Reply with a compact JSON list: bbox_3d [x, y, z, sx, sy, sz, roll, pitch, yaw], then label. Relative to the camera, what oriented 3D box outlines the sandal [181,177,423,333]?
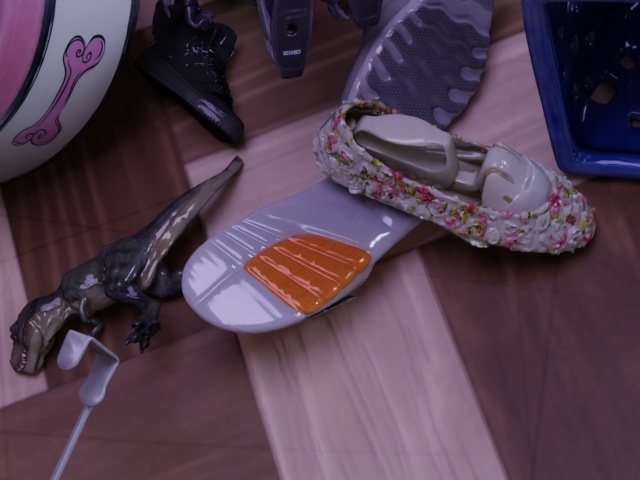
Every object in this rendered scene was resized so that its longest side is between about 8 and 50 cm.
[{"bbox_3d":[0.007,0.007,1.475,0.265,0.076,0.102,-31,68,-23],"label":"sandal"}]

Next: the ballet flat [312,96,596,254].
[{"bbox_3d":[0.109,-0.052,1.433,0.241,0.077,0.091,16,56,2],"label":"ballet flat"}]

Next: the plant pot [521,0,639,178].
[{"bbox_3d":[0.301,-0.196,1.417,0.236,0.236,0.212,4,56,18],"label":"plant pot"}]

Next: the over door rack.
[{"bbox_3d":[-0.301,0.197,1.408,0.239,0.108,0.324,17,87,24],"label":"over door rack"}]

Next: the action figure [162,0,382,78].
[{"bbox_3d":[-0.044,-0.232,1.572,0.185,0.099,0.285,-20,24,-12],"label":"action figure"}]

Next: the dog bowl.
[{"bbox_3d":[-0.366,-0.235,1.538,0.408,0.150,0.408,5,101,24],"label":"dog bowl"}]

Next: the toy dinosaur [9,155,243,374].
[{"bbox_3d":[-0.145,0.031,1.509,0.268,0.064,0.118,-38,51,-12],"label":"toy dinosaur"}]

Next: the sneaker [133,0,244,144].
[{"bbox_3d":[-0.105,-0.161,1.612,0.089,0.051,0.170,-46,55,-9],"label":"sneaker"}]

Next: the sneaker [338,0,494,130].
[{"bbox_3d":[0.089,-0.193,1.571,0.115,0.105,0.281,2,60,58],"label":"sneaker"}]
